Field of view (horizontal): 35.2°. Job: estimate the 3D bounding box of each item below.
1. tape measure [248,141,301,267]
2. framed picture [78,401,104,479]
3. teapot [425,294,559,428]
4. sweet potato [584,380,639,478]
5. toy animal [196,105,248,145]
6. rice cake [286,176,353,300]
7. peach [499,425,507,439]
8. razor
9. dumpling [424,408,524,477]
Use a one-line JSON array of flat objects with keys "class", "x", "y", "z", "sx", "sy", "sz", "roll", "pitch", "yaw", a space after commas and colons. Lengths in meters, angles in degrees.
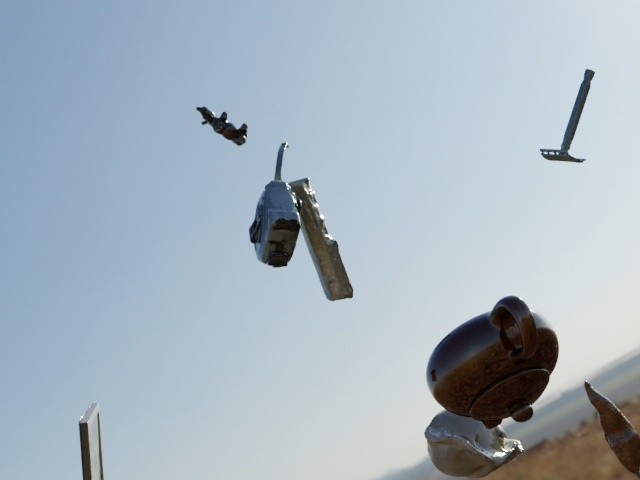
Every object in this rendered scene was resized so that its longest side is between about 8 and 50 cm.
[{"class": "tape measure", "x": -0.095, "y": -0.080, "z": 1.956, "sx": 0.084, "sy": 0.330, "sz": 0.164, "roll": 10, "pitch": -57, "yaw": -16}, {"class": "framed picture", "x": -0.366, "y": 0.377, "z": 1.623, "sx": 0.019, "sy": 0.209, "sz": 0.281, "roll": -5, "pitch": -1, "yaw": -9}, {"class": "teapot", "x": 0.232, "y": 0.159, "z": 1.270, "sx": 0.178, "sy": 0.135, "sz": 0.252, "roll": -20, "pitch": -30, "yaw": -18}, {"class": "sweet potato", "x": 0.610, "y": 0.383, "z": 2.085, "sx": 0.068, "sy": 0.226, "sz": 0.068, "roll": -29, "pitch": -3, "yaw": -2}, {"class": "toy animal", "x": -0.223, "y": -0.260, "z": 2.263, "sx": 0.047, "sy": 0.135, "sz": 0.065, "roll": -62, "pitch": 3, "yaw": -14}, {"class": "rice cake", "x": 0.000, "y": 0.000, "z": 1.956, "sx": 0.057, "sy": 0.256, "sz": 0.052, "roll": -20, "pitch": 0, "yaw": -34}, {"class": "peach", "x": 0.285, "y": 0.354, "z": 1.744, "sx": 0.083, "sy": 0.083, "sz": 0.083, "roll": -27, "pitch": -13, "yaw": -7}, {"class": "razor", "x": 0.612, "y": -0.301, "z": 2.430, "sx": 0.068, "sy": 0.232, "sz": 0.106, "roll": 19, "pitch": -3, "yaw": -28}, {"class": "dumpling", "x": 0.226, "y": 0.303, "z": 1.485, "sx": 0.188, "sy": 0.127, "sz": 0.108, "roll": 19, "pitch": -87, "yaw": -54}]
